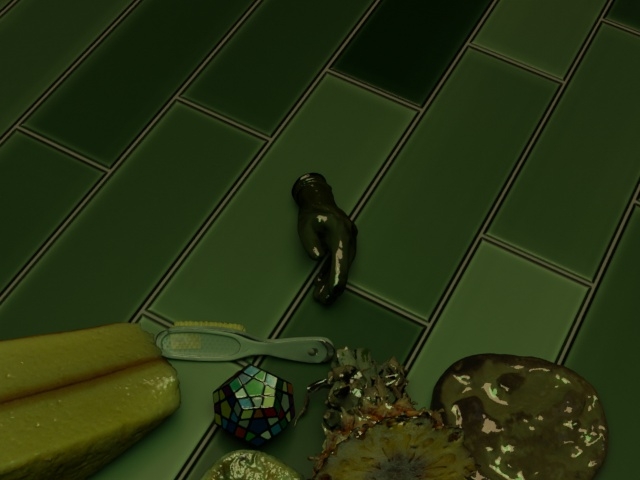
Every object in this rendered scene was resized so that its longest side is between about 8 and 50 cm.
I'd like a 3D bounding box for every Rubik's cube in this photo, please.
[{"bbox_3d":[-0.104,0.256,1.578,0.133,0.133,0.112,-5,28,-7],"label":"Rubik's cube"}]

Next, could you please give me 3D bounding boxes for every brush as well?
[{"bbox_3d":[-0.123,0.165,1.681,0.296,0.068,0.060,4,30,-2],"label":"brush"}]

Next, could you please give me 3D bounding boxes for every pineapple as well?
[{"bbox_3d":[0.083,0.278,1.543,0.262,0.263,0.272,-6,33,-7],"label":"pineapple"}]

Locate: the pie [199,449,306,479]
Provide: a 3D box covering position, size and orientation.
[{"bbox_3d":[-0.104,0.405,1.519,0.186,0.041,0.187,2,55,-2],"label":"pie"}]

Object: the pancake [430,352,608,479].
[{"bbox_3d":[0.312,0.301,1.610,0.294,0.049,0.295,3,55,-5],"label":"pancake"}]

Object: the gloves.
[{"bbox_3d":[0.010,-0.010,1.773,0.107,0.135,0.268,-31,49,27],"label":"gloves"}]

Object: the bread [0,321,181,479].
[{"bbox_3d":[-0.412,0.281,1.558,0.361,0.245,0.233,-9,51,-39],"label":"bread"}]
